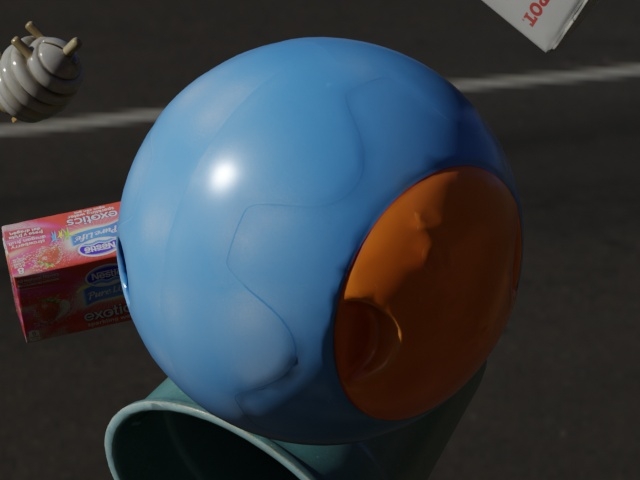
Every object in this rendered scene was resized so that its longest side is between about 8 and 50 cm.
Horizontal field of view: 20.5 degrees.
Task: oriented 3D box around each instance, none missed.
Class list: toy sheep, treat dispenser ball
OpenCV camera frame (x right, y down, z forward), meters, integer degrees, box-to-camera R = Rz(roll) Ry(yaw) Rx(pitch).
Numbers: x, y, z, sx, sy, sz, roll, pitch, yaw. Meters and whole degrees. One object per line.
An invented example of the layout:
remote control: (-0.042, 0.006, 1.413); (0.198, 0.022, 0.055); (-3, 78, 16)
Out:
toy sheep: (-0.283, -0.166, 1.774); (0.091, 0.091, 0.132); (-10, -17, -47)
treat dispenser ball: (0.000, 0.000, 1.255); (0.288, 0.288, 0.288); (2, 11, 0)

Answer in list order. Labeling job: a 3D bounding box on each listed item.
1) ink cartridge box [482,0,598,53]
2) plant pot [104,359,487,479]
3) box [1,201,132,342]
ink cartridge box: (0.148, -0.315, 1.458); (0.273, 0.197, 0.114); (41, 60, 7)
plant pot: (-0.003, 0.191, 1.949); (0.341, 0.341, 0.334); (9, 45, 34)
box: (-0.309, 0.036, 2.502); (0.257, 0.128, 0.122); (-12, 40, -10)
